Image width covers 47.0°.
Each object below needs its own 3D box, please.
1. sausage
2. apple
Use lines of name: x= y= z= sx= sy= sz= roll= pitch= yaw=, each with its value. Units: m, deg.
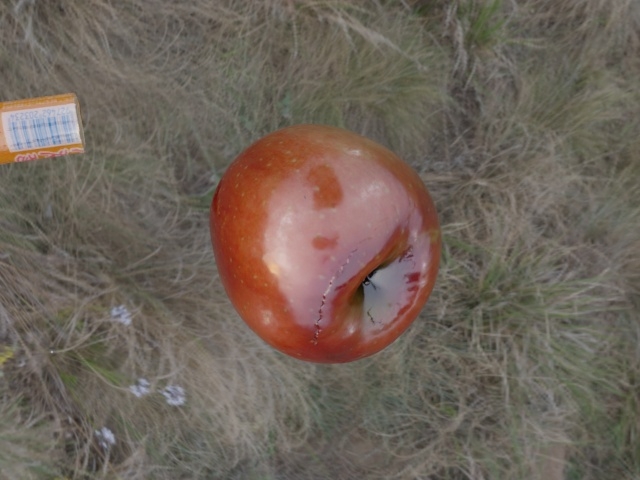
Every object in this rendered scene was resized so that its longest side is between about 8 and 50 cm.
sausage: x=-0.512 y=-0.153 z=1.087 sx=0.311 sy=0.093 sz=0.093 roll=-10 pitch=85 yaw=-10
apple: x=0.000 y=0.000 z=0.565 sx=0.181 sy=0.181 sz=0.168 roll=-40 pitch=52 yaw=-21
